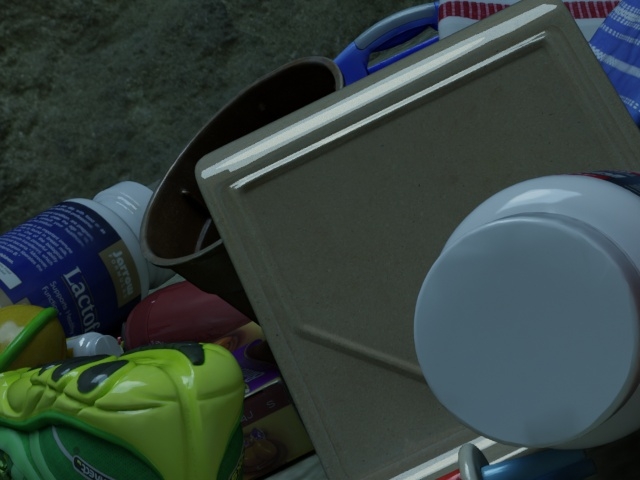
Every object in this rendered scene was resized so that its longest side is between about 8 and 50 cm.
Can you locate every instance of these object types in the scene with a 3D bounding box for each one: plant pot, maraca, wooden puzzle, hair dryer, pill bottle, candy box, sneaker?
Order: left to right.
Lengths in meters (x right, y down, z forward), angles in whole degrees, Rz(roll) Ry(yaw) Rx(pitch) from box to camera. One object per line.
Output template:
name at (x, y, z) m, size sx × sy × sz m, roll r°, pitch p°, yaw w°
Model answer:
maraca at (-0.301, 0.130, 1.255) m, size 0.186 × 0.099 × 0.127 m, roll -49°, pitch -1°, yaw 35°
pill bottle at (-0.281, 0.046, 1.446) m, size 0.153 × 0.153 × 0.264 m, roll -15°, pitch 16°, yaw 48°
pill bottle at (-0.228, 0.112, 1.294) m, size 0.083 × 0.043 × 0.043 m, roll -16°, pitch 15°, yaw 45°
sneaker at (-0.116, 0.121, 0.667) m, size 0.109 × 0.123 × 0.295 m, roll -5°, pitch -6°, yaw -22°
candy box at (-0.067, 0.111, 0.881) m, size 0.109 × 0.053 × 0.187 m, roll -26°, pitch 9°, yaw 1°
hair dryer at (-0.063, 0.043, 1.134) m, size 0.223 × 0.080 × 0.293 m, roll -28°, pitch 11°, yaw -13°
plant pot at (0.000, 0.000, 0.858) m, size 0.167 × 0.165 × 0.167 m, roll -33°, pitch 29°, yaw 22°
wooden puzzle at (0.073, 0.006, 0.699) m, size 0.221 × 0.239 × 0.044 m, roll -26°, pitch -26°, yaw 1°
pill bottle at (0.104, 0.026, 0.544) m, size 0.108 × 0.108 × 0.180 m, roll -22°, pitch -5°, yaw 22°

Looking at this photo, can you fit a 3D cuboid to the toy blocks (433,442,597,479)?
toy blocks at (0.039, 0.129, 0.528) m, size 0.148 × 0.054 × 0.123 m, roll -24°, pitch 10°, yaw 13°

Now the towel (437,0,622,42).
towel at (0.225, -0.204, 1.226) m, size 0.237 × 0.037 × 0.329 m, roll -2°, pitch 37°, yaw 6°

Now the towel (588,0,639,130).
towel at (0.192, -0.103, 0.940) m, size 0.336 × 0.040 × 0.243 m, roll -54°, pitch 7°, yaw 11°

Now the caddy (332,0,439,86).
caddy at (0.111, -0.152, 1.396) m, size 0.341 × 0.179 × 0.241 m, roll -24°, pitch 10°, yaw 11°
